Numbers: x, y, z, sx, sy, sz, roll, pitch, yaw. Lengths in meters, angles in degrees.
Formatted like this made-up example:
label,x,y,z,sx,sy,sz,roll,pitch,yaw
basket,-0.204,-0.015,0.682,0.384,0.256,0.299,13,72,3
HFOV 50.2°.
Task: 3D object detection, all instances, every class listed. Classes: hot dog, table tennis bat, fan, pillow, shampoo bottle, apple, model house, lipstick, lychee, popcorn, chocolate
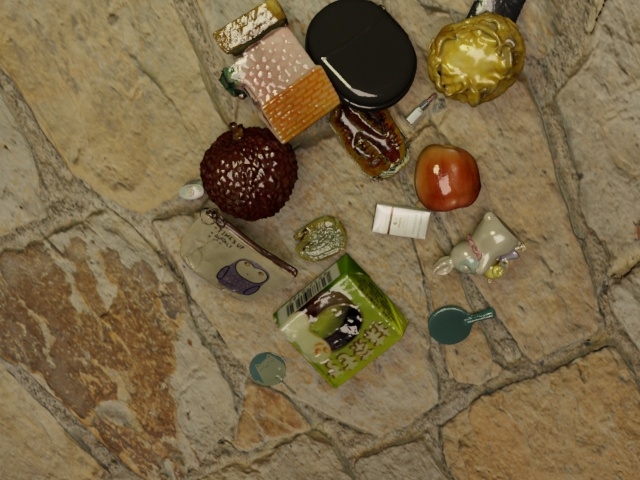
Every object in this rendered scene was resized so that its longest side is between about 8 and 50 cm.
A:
label,x,y,z,sx,sy,sz,roll,pitch,yaw
hot dog,0.131,-0.290,1.849,0.163,0.082,0.270,-33,103,12
table tennis bat,0.418,0.241,2.016,0.201,0.033,0.124,-19,106,10
fan,-0.140,0.416,2.101,0.113,0.005,0.175,-43,100,13
pillow,0.466,-0.626,1.750,0.141,0.055,0.208,24,108,-3
shampoo bottle,-0.352,-0.142,1.901,0.072,0.099,0.043,-8,106,4
apple,0.334,-0.171,1.833,0.199,0.199,0.199,1,106,2
model house,-0.107,-0.377,1.735,0.202,0.237,0.237,-39,98,-10
lipstick,0.275,-0.360,1.852,0.025,0.025,0.107,42,97,-9
lychee,-0.187,-0.188,1.795,0.264,0.264,0.300,-8,132,5
popcorn,0.393,-0.453,1.732,0.250,0.190,0.250,10,132,12
chocolate,0.059,0.245,1.975,0.301,0.137,0.288,-40,101,12

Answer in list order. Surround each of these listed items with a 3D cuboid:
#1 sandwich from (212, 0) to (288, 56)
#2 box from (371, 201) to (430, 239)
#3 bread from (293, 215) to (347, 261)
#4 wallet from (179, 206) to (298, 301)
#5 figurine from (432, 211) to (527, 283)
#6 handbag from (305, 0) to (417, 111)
label,x,y,z,sx,sy,sz,roll,pitch,yaw
sandwich,-0.171,-0.533,1.721,0.186,0.214,0.065,-29,101,9
box,0.228,-0.056,1.933,0.154,0.040,0.083,9,109,1
bread,0.000,0.000,1.946,0.156,0.064,0.117,-30,101,9
wallet,-0.248,0.056,1.910,0.335,0.068,0.275,36,138,-19
figurine,0.441,0.047,1.917,0.155,0.127,0.235,40,109,-19
handbag,0.107,-0.480,1.747,0.254,0.093,0.308,-41,88,-6
